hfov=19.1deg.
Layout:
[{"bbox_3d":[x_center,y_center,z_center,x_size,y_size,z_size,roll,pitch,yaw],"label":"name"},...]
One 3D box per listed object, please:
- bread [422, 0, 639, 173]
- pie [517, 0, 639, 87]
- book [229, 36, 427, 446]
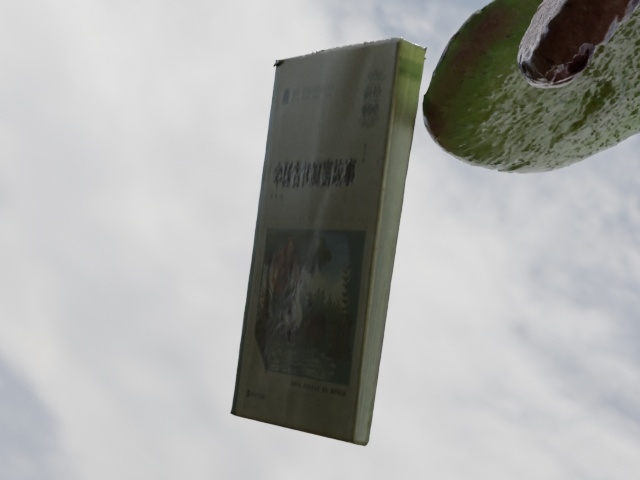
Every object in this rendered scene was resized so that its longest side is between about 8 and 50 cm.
[{"bbox_3d":[0.211,-0.137,1.317,0.045,0.301,0.301,62,-17,23],"label":"bread"},{"bbox_3d":[0.149,-0.140,0.967,0.036,0.154,0.154,33,-25,-1],"label":"pie"},{"bbox_3d":[0.000,0.000,1.389,0.025,0.283,0.215,8,-4,-27],"label":"book"}]
